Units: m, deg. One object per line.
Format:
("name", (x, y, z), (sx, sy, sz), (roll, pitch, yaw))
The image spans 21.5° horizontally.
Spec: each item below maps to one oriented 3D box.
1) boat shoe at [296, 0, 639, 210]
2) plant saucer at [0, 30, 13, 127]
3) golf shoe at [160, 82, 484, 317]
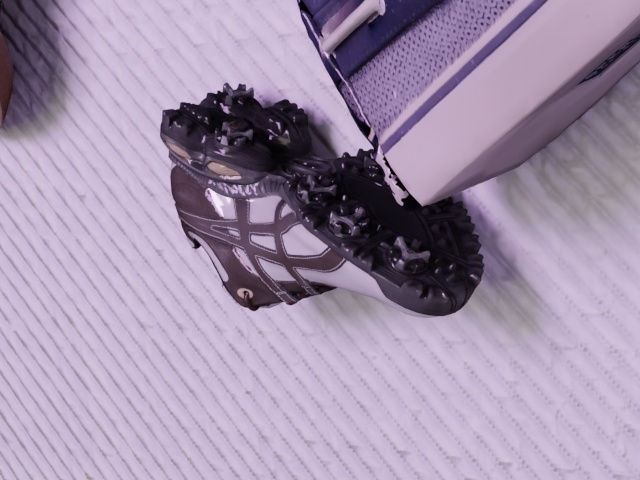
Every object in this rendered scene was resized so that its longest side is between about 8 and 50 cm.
("boat shoe", (0.100, -0.157, 0.634), (0.340, 0.127, 0.158), (-41, 78, 40))
("plant saucer", (-0.229, -0.135, 0.966), (0.168, 0.029, 0.168), (40, 157, 21))
("golf shoe", (0.000, 0.000, 0.807), (0.198, 0.077, 0.094), (35, 131, 41))
